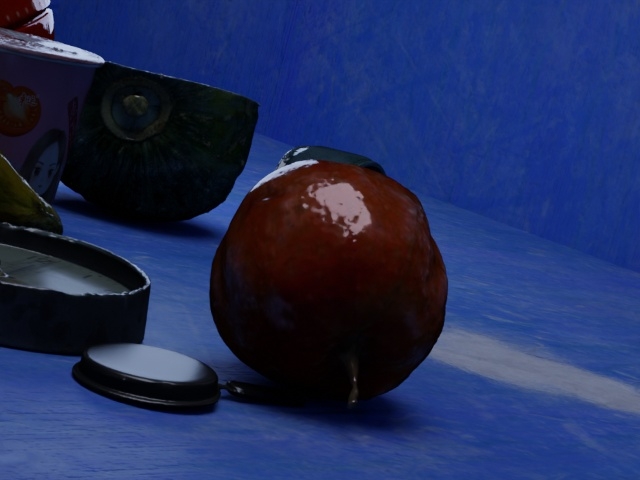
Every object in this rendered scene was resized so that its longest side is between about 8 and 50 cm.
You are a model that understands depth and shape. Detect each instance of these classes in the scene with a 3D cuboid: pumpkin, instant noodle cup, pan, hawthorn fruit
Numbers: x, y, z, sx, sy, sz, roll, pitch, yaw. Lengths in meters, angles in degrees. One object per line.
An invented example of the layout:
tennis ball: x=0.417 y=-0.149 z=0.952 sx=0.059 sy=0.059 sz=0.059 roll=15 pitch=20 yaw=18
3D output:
pumpkin: x=-0.245 y=-0.129 z=2.611 sx=0.293 sy=0.197 sz=0.263 roll=14 pitch=1 yaw=-11
instant noodle cup: x=-0.396 y=-0.130 z=2.243 sx=0.243 sy=0.231 sz=0.243 roll=15 pitch=8 yaw=-2
pan: x=-0.113 y=0.126 z=1.747 sx=0.235 sy=0.028 sz=0.136 roll=9 pitch=11 yaw=-33
hawthorn fruit: x=0.016 y=0.061 z=1.817 sx=0.241 sy=0.242 sz=0.272 roll=12 pitch=30 yaw=-16

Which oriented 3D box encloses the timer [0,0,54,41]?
timer: x=-0.533 y=-0.259 z=2.500 sx=0.378 sy=0.279 sz=0.378 roll=-17 pitch=14 yaw=4

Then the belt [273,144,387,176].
belt: x=0.000 y=0.000 z=2.151 sx=0.116 sy=0.206 sz=0.267 roll=17 pitch=-1 yaw=18

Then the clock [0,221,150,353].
clock: x=-0.316 y=0.036 z=1.881 sx=0.312 sy=0.061 sz=0.312 roll=14 pitch=9 yaw=-2

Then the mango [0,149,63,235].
mango: x=-0.419 y=-0.080 z=2.057 sx=0.316 sy=0.146 sz=0.193 roll=31 pitch=-29 yaw=-15
